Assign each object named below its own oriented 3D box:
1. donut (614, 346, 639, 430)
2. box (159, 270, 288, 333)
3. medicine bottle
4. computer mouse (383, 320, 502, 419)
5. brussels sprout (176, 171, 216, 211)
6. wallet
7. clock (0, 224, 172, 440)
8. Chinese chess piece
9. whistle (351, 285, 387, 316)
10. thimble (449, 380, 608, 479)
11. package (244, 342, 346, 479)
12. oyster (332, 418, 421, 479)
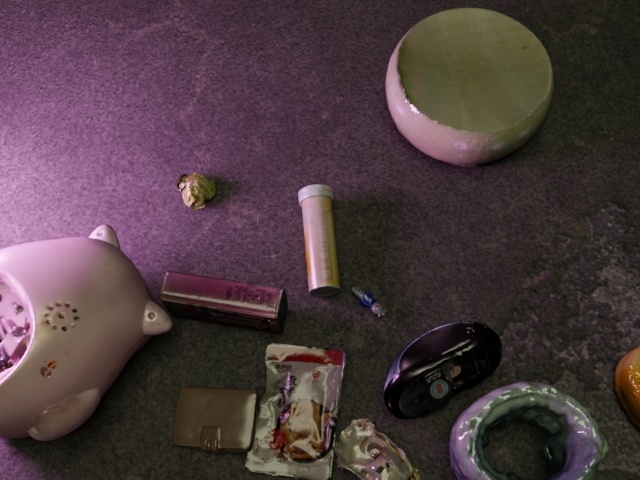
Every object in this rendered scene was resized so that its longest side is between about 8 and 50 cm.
[{"bbox_3d":[0.621,0.265,1.207,0.174,0.074,0.190,-17,65,-5],"label":"donut"},{"bbox_3d":[-0.178,0.117,1.285,0.224,0.120,0.068,7,66,7],"label":"box"},{"bbox_3d":[0.000,0.000,1.360,0.074,0.074,0.218,-5,67,0],"label":"medicine bottle"},{"bbox_3d":[0.209,0.223,1.216,0.233,0.137,0.096,-27,47,-8],"label":"computer mouse"},{"bbox_3d":[-0.265,-0.112,1.431,0.085,0.058,0.085,-6,49,7],"label":"brussels sprout"},{"bbox_3d":[-0.188,0.323,1.230,0.153,0.038,0.117,3,65,11],"label":"wallet"},{"bbox_3d":[-0.489,0.150,1.209,0.377,0.250,0.368,-33,68,-12],"label":"clock"},{"bbox_3d":[0.313,-0.326,1.456,0.350,0.146,0.349,-1,65,1],"label":"Chinese chess piece"},{"bbox_3d":[0.095,0.117,1.324,0.083,0.029,0.033,41,36,13],"label":"whistle"},{"bbox_3d":[0.341,0.341,1.130,0.250,0.172,0.204,0,63,4],"label":"thimble"},{"bbox_3d":[-0.042,0.307,1.239,0.154,0.030,0.239,6,66,7],"label":"package"},{"bbox_3d":[0.096,0.388,1.183,0.166,0.053,0.108,34,44,25],"label":"oyster"}]
